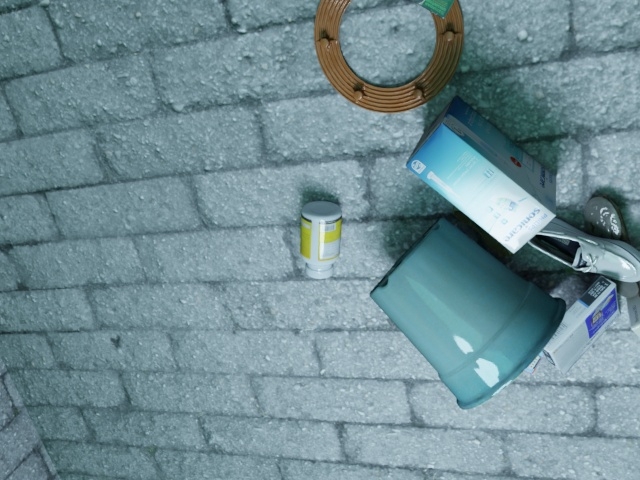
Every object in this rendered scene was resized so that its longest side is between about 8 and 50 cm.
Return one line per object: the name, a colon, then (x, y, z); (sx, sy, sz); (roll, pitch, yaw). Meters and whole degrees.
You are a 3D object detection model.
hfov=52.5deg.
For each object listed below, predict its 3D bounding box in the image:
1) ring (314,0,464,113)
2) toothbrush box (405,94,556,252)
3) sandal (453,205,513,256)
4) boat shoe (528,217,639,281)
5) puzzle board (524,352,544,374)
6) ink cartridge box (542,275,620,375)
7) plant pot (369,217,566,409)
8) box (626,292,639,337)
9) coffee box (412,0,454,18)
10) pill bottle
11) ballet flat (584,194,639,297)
ring: (0.141, -0.438, 1.413); (0.336, 0.032, 0.337); (8, 118, 16)
toothbrush box: (0.348, -0.146, 1.380); (0.295, 0.216, 0.126); (40, 123, -2)
sandal: (0.392, -0.038, 1.524); (0.180, 0.049, 0.072); (41, 118, 14)
boat shoe: (0.579, 0.034, 1.427); (0.258, 0.084, 0.095); (23, 131, 29)
puzzle board: (0.523, 0.279, 1.655); (0.096, 0.011, 0.128); (22, 122, 5)
ink cartridge box: (0.589, 0.198, 1.469); (0.206, 0.208, 0.045); (-47, 53, -1)
plant pot: (0.315, 0.148, 1.499); (0.334, 0.341, 0.341); (43, 123, 5)
box: (0.803, 0.138, 1.401); (0.127, 0.149, 0.232); (45, 121, -6)
coffee box: (0.245, -0.552, 1.287); (0.113, 0.040, 0.184); (30, 112, -2)
pill bottle: (0.000, 0.000, 1.650); (0.103, 0.103, 0.184); (11, 119, 15)
ballet flat: (0.659, 0.009, 1.448); (0.084, 0.058, 0.250); (-15, 106, 49)
